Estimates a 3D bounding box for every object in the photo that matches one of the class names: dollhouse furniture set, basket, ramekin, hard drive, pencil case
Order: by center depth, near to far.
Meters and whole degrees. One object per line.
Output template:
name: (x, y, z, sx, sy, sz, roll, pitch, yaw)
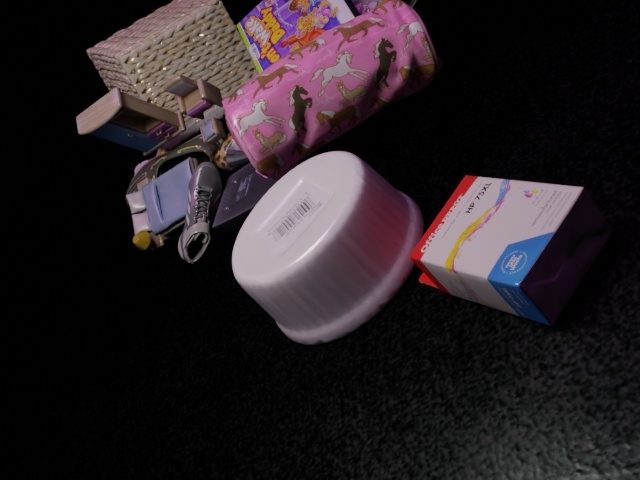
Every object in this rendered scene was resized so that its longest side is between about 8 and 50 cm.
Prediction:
ramekin: (0.000, 0.000, 1.048, 0.277, 0.135, 0.277, -33, 31, 23)
pencil case: (0.022, -0.264, 1.250, 0.386, 0.167, 0.160, -33, 57, 0)
hard drive: (-0.092, -0.115, 1.391, 0.254, 0.054, 0.172, -27, 35, 30)
dollhouse furniture set: (-0.351, -0.164, 1.549, 0.286, 0.198, 0.303, -26, 69, 28)
basket: (-0.373, -0.444, 1.864, 0.331, 0.266, 0.328, -36, 31, -18)

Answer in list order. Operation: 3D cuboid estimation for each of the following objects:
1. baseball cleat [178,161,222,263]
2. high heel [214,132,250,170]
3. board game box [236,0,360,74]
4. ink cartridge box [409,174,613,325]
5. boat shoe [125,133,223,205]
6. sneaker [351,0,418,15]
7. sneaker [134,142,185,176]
baseball cleat: (-0.232, -0.053, 1.430, 0.109, 0.072, 0.206, -157, 76, -68)
high heel: (-0.152, -0.278, 1.632, 0.186, 0.093, 0.261, -10, 52, 43)
board game box: (-0.020, -0.400, 1.483, 0.233, 0.078, 0.347, -38, 54, 19)
ink cartridge box: (0.201, 0.001, 0.843, 0.134, 0.078, 0.231, -54, 29, -13)
boat shoe: (-0.363, -0.156, 1.731, 0.305, 0.109, 0.091, -29, 18, 22)
sneaker: (0.097, -0.466, 1.529, 0.281, 0.105, 0.115, -45, 33, 6)
sneaker: (-0.414, -0.185, 1.888, 0.208, 0.081, 0.094, -33, 40, 33)
